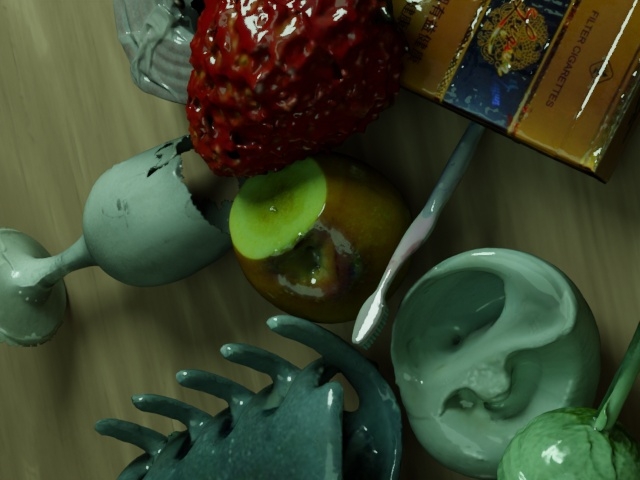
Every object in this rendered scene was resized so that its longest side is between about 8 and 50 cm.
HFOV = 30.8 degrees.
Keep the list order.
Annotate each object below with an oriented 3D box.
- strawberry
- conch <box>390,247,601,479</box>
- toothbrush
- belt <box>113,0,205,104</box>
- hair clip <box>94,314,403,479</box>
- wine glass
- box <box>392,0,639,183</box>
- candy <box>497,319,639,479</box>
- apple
[{"bbox_3d":[-0.046,-0.139,0.959,0.190,0.111,0.236,43,118,7],"label":"strawberry"},{"bbox_3d":[0.148,0.099,0.999,0.185,0.121,0.221,14,116,-8],"label":"conch"},{"bbox_3d":[0.093,-0.025,0.995,0.021,0.027,0.269,21,72,25],"label":"toothbrush"},{"bbox_3d":[-0.055,-0.247,1.062,0.227,0.115,0.324,50,118,11],"label":"belt"},{"bbox_3d":[-0.059,0.243,1.067,0.318,0.392,0.238,-33,56,31],"label":"hair clip"},{"bbox_3d":[-0.212,0.001,1.180,0.321,0.143,0.143,-22,89,29],"label":"wine glass"},{"bbox_3d":[0.162,-0.166,0.969,0.237,0.070,0.152,28,96,20],"label":"box"},{"bbox_3d":[0.241,0.062,0.849,0.119,0.119,0.440,29,118,21],"label":"candy"},{"bbox_3d":[0.004,-0.004,1.044,0.163,0.147,0.146,34,113,-15],"label":"apple"}]
